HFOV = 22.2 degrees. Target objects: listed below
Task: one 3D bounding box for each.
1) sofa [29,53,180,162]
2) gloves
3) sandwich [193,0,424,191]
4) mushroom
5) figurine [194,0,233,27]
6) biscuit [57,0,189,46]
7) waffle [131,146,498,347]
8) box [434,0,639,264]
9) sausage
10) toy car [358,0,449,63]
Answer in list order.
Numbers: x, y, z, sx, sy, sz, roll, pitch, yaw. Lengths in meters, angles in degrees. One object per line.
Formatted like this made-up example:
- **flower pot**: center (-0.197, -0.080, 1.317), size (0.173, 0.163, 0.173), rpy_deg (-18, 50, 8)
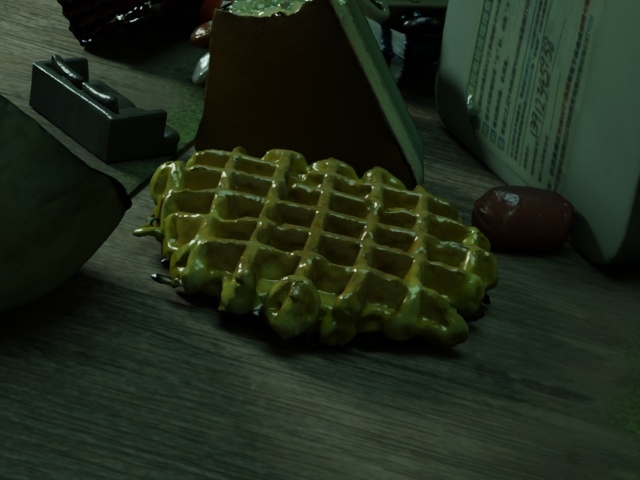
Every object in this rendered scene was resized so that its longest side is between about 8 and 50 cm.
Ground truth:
- **sofa**: center (-0.203, -0.132, 1.540), size (0.085, 0.060, 0.147), rpy_deg (-10, 32, -39)
- **gloves**: center (-0.023, -0.197, 1.682), size (0.219, 0.131, 0.140), rpy_deg (20, 22, -2)
- **sandwich**: center (0.007, -0.150, 1.522), size (0.220, 0.186, 0.108), rpy_deg (14, 27, 6)
- **mushroom**: center (-0.258, -0.025, 1.176), size (0.190, 0.164, 0.267), rpy_deg (36, -10, -1)
- **figurine**: center (-0.075, -0.249, 1.836), size (0.140, 0.068, 0.075), rpy_deg (11, 27, -5)
- **biscuit**: center (-0.167, -0.311, 1.875), size (0.107, 0.073, 0.388), rpy_deg (-17, 14, 25)
- **waffle**: center (-0.006, -0.005, 1.352), size (0.329, 0.062, 0.329), rpy_deg (9, 26, -4)
- **box**: center (0.249, -0.222, 1.526), size (0.111, 0.396, 0.396), rpy_deg (-3, 29, -24)
- **sausage**: center (0.182, -0.022, 1.472), size (0.094, 0.054, 0.059), rpy_deg (5, 25, -13)
- **toy car**: center (0.094, -0.272, 1.831), size (0.248, 0.198, 0.204), rpy_deg (-2, 70, -28)
